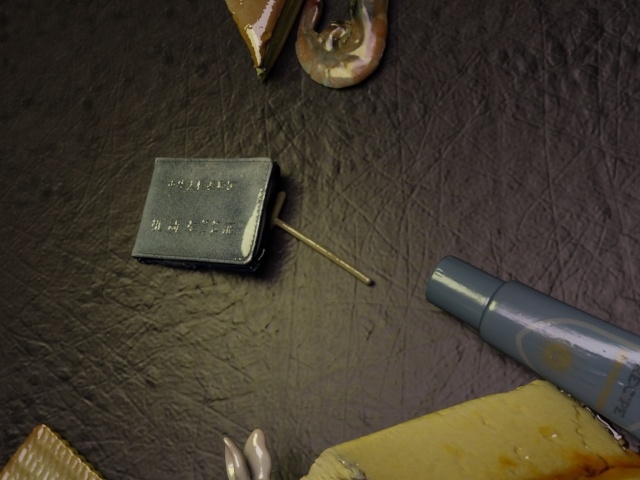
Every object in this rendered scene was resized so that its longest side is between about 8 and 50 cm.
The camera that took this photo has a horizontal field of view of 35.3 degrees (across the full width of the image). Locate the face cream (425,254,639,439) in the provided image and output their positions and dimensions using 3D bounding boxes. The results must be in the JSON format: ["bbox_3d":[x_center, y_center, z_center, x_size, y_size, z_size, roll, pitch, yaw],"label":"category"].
[{"bbox_3d":[0.302,0.130,1.222,0.385,0.086,0.136,29,113,28],"label":"face cream"}]

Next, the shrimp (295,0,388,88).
[{"bbox_3d":[0.038,-0.345,1.481,0.143,0.052,0.251,7,76,21],"label":"shrimp"}]

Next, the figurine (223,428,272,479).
[{"bbox_3d":[-0.085,0.364,1.242,0.127,0.155,0.236,-12,73,-25],"label":"figurine"}]

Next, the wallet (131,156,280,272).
[{"bbox_3d":[-0.164,-0.043,1.437,0.222,0.036,0.167,4,74,28],"label":"wallet"}]

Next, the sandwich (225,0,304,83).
[{"bbox_3d":[-0.073,-0.370,1.499,0.096,0.094,0.258,20,81,20],"label":"sandwich"}]

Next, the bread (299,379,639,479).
[{"bbox_3d":[0.222,0.350,1.221,0.404,0.242,0.346,-19,60,-26],"label":"bread"}]

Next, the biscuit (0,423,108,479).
[{"bbox_3d":[-0.406,0.401,1.388,0.172,0.029,0.254,36,85,23],"label":"biscuit"}]

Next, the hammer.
[{"bbox_3d":[0.000,0.000,1.401,0.195,0.028,0.060,33,80,20],"label":"hammer"}]
